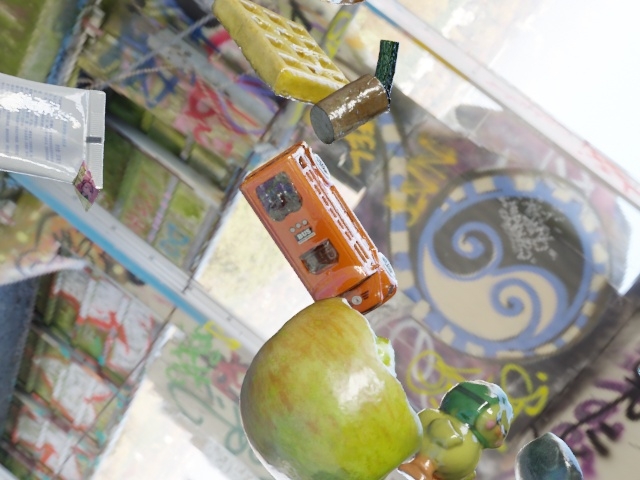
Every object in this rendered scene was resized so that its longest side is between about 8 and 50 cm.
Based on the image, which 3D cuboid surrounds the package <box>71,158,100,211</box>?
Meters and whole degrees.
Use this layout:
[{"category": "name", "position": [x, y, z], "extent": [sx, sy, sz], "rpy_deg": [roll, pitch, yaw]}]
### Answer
[{"category": "package", "position": [-0.415, -0.097, 1.393], "extent": [0.029, 0.083, 0.059], "rpy_deg": [2, 134, -46]}]

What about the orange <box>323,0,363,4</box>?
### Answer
[{"category": "orange", "position": [0.049, -0.620, 1.655], "extent": [0.246, 0.246, 0.246], "rpy_deg": [-52, 177, -4]}]

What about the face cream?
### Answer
[{"category": "face cream", "position": [-0.608, -0.230, 1.455], "extent": [0.137, 0.420, 0.234], "rpy_deg": [-47, -138, 48]}]

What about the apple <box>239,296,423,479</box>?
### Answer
[{"category": "apple", "position": [0.026, 0.211, 1.015], "extent": [0.246, 0.226, 0.246], "rpy_deg": [-32, 149, -22]}]

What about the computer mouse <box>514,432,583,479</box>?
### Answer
[{"category": "computer mouse", "position": [0.559, 0.624, 1.984], "extent": [0.114, 0.203, 0.373], "rpy_deg": [-20, 137, -9]}]

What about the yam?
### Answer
[{"category": "yam", "position": [0.047, -0.221, 1.323], "extent": [0.127, 0.084, 0.084], "rpy_deg": [-31, 168, -22]}]

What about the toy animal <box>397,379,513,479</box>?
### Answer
[{"category": "toy animal", "position": [0.326, 0.482, 1.964], "extent": [0.338, 0.191, 0.216], "rpy_deg": [-43, 132, -16]}]

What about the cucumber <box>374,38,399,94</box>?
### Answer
[{"category": "cucumber", "position": [0.168, -0.430, 2.074], "extent": [0.058, 0.058, 0.187], "rpy_deg": [-41, 143, -73]}]

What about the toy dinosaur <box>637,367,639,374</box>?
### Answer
[{"category": "toy dinosaur", "position": [0.778, 0.313, 1.826], "extent": [0.030, 0.083, 0.047], "rpy_deg": [61, 36, -41]}]

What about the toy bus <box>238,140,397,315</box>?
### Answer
[{"category": "toy bus", "position": [0.000, 0.000, 1.386], "extent": [0.143, 0.329, 0.153], "rpy_deg": [-31, -171, 14]}]

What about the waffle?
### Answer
[{"category": "waffle", "position": [-0.061, -0.338, 1.436], "extent": [0.221, 0.248, 0.055], "rpy_deg": [6, 131, -51]}]
